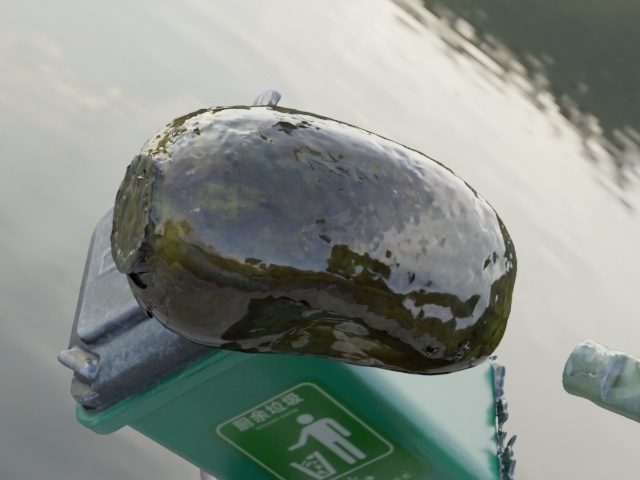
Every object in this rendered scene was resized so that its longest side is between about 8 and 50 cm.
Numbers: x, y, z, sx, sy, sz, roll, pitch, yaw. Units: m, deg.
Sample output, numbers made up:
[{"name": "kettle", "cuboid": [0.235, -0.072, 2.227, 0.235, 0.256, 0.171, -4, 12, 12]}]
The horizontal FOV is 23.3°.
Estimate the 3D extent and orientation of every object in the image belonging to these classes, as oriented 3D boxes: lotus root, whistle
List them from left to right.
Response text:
[{"name": "lotus root", "cuboid": [0.000, 0.000, 0.962, 0.275, 0.152, 0.160, 11, -4, -36]}, {"name": "whistle", "cuboid": [0.286, 0.132, 1.097, 0.258, 0.126, 0.067, 21, -13, 39]}]

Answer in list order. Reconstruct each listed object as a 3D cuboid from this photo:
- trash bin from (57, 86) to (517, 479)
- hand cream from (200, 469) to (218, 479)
[{"name": "trash bin", "cuboid": [-0.020, 0.091, 1.395, 0.381, 0.259, 0.295, 44, 31, -31]}, {"name": "hand cream", "cuboid": [-0.070, 0.278, 1.454, 0.111, 0.070, 0.312, 54, 11, -27]}]
